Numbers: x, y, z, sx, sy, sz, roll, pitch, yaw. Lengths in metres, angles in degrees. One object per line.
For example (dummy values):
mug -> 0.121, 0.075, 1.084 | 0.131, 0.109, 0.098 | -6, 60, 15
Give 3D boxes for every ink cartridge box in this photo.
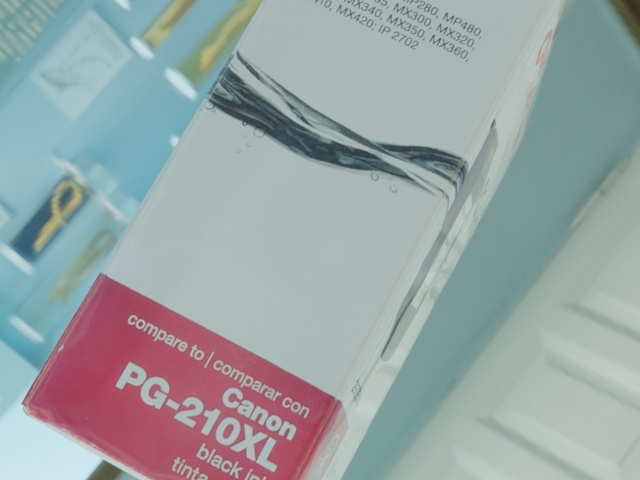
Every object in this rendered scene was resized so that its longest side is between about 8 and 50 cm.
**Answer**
ink cartridge box -> 0.000, 0.000, 0.511 | 0.100, 0.237, 0.172 | 27, 166, 10
